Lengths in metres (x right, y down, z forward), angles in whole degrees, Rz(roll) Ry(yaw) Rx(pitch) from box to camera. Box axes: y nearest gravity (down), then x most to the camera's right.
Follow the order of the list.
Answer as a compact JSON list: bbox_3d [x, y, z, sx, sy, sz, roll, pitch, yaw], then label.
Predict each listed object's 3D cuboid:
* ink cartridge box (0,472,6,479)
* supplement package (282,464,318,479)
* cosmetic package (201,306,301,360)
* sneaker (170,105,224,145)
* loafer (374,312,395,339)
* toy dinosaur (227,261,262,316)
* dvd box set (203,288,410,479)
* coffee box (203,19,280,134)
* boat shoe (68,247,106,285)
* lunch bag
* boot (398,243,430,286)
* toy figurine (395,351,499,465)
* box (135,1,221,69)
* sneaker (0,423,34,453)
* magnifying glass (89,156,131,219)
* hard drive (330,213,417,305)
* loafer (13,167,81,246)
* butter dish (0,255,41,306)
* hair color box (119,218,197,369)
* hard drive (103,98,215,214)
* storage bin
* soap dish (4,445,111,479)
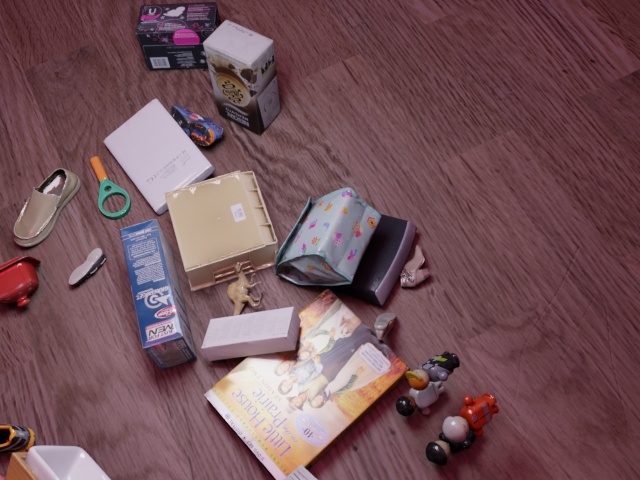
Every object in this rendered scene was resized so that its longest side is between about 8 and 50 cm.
[{"bbox_3d":[-0.728,0.644,1.634,0.198,0.067,0.115,34,68,19],"label":"ink cartridge box"},{"bbox_3d":[-0.080,0.632,1.536,0.244,0.139,0.134,-37,98,-15],"label":"supplement package"},{"bbox_3d":[-0.173,0.237,1.774,0.239,0.060,0.099,-10,38,20],"label":"cosmetic package"},{"bbox_3d":[-0.381,-0.350,2.158,0.221,0.083,0.087,35,33,29],"label":"sneaker"},{"bbox_3d":[0.162,0.217,1.801,0.045,0.125,0.039,3,102,19],"label":"loafer"},{"bbox_3d":[-0.203,0.149,1.882,0.092,0.053,0.183,6,91,0],"label":"toy dinosaur"},{"bbox_3d":[-0.033,0.356,1.752,0.420,0.062,0.307,-39,65,-17],"label":"dvd box set"},{"bbox_3d":[-0.225,-0.474,2.083,0.168,0.297,0.119,28,63,18],"label":"coffee box"},{"bbox_3d":[-0.643,0.079,1.955,0.046,0.038,0.125,16,61,33],"label":"boat shoe"},{"bbox_3d":[0.000,0.000,1.860,0.160,0.262,0.223,41,62,-25],"label":"lunch bag"},{"bbox_3d":[0.242,0.071,1.905,0.087,0.042,0.118,-17,53,5],"label":"boot"},{"bbox_3d":[0.279,0.387,1.630,0.148,0.213,0.209,-27,63,-26],"label":"toy figurine"},{"bbox_3d":[-0.445,-0.657,2.274,0.247,0.163,0.142,-1,58,2],"label":"box"},{"bbox_3d":[-0.815,0.486,1.718,0.214,0.083,0.084,-12,63,-1],"label":"sneaker"},{"bbox_3d":[-0.632,-0.158,2.091,0.092,0.026,0.231,-26,62,-10],"label":"magnifying glass"},{"bbox_3d":[0.143,0.038,1.909,0.172,0.054,0.255,17,64,23],"label":"hard drive"},{"bbox_3d":[-0.800,-0.105,2.034,0.102,0.092,0.269,19,64,14],"label":"loafer"},{"bbox_3d":[-0.820,0.123,1.897,0.160,0.160,0.118,-28,87,-12],"label":"butter dish"},{"bbox_3d":[-0.421,0.139,1.831,0.105,0.174,0.347,-17,61,-5],"label":"hair color box"},{"bbox_3d":[-0.483,-0.253,2.102,0.210,0.040,0.319,-40,66,-2],"label":"hard drive"},{"bbox_3d":[-0.271,-0.034,1.947,0.260,0.123,0.262,-17,61,-7],"label":"storage bin"},{"bbox_3d":[-0.548,0.592,1.573,0.291,0.229,0.118,40,87,21],"label":"soap dish"}]
